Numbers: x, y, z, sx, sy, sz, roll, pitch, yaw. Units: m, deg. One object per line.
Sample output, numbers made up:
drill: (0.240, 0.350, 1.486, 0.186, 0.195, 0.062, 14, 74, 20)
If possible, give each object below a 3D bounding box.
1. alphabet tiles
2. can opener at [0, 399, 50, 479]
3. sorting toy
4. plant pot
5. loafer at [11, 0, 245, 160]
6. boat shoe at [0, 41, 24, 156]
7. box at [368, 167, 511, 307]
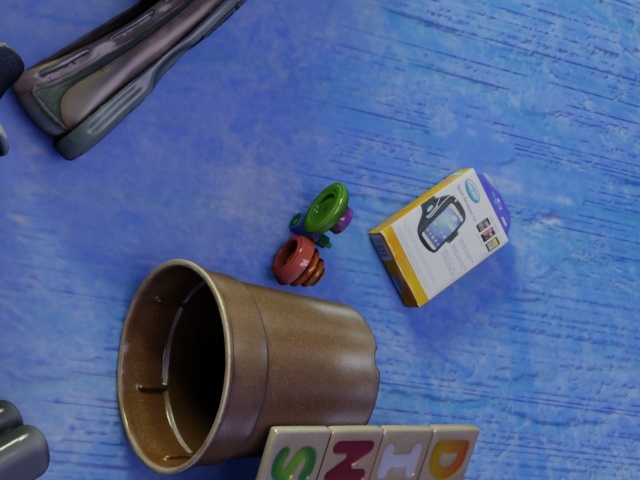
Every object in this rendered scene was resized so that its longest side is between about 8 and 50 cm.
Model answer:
alphabet tiles: (0.011, 0.284, 1.153, 0.342, 0.011, 0.285, 6, 105, -41)
can opener: (-0.328, 0.221, 1.014, 0.283, 0.076, 0.095, -27, 133, -32)
sorting toy: (0.000, 0.000, 1.209, 0.042, 0.061, 0.102, 36, 95, -24)
plant pot: (-0.053, 0.105, 1.128, 0.165, 0.167, 0.167, 8, 85, -38)
loafer: (-0.133, -0.181, 1.123, 0.084, 0.096, 0.267, 47, 70, -14)
boat shoe: (-0.288, -0.096, 0.982, 0.156, 0.187, 0.501, 2, 82, -24)
box: (0.116, -0.007, 1.294, 0.136, 0.028, 0.081, -34, 105, -28)
